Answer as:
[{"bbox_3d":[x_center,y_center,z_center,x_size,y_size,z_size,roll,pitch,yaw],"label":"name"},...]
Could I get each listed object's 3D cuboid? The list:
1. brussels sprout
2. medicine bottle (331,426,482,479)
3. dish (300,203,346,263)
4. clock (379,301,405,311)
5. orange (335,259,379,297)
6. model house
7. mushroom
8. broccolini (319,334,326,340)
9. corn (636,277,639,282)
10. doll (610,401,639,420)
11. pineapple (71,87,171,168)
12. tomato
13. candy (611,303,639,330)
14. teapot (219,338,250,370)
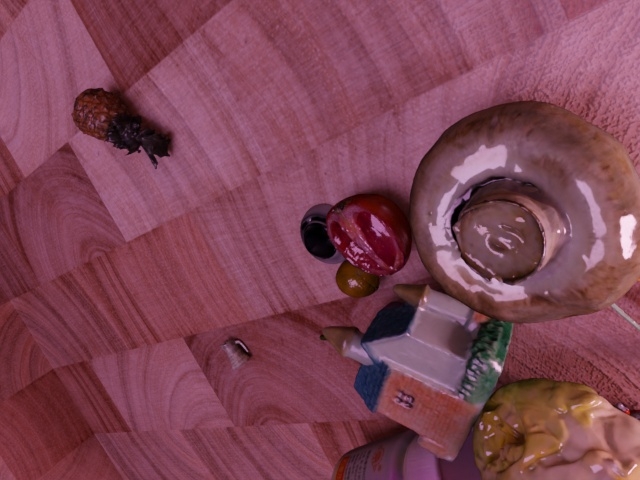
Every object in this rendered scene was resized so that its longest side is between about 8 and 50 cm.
[{"bbox_3d":[0.419,0.395,1.022,0.344,0.268,0.344,36,162,13],"label":"brussels sprout"},{"bbox_3d":[0.206,0.536,1.302,0.219,0.219,0.388,51,137,1],"label":"medicine bottle"},{"bbox_3d":[0.000,0.000,1.258,0.141,0.078,0.141,18,124,29],"label":"dish"},{"bbox_3d":[0.176,0.209,1.265,0.110,0.050,0.152,19,125,28],"label":"clock"},{"bbox_3d":[0.080,0.079,1.237,0.095,0.085,0.085,25,128,31],"label":"orange"},{"bbox_3d":[0.166,0.212,1.134,0.325,0.194,0.267,22,125,11],"label":"model house"},{"bbox_3d":[0.299,-0.032,0.879,0.352,0.260,0.351,15,116,34],"label":"mushroom"},{"bbox_3d":[0.051,0.238,1.388,0.140,0.035,0.030,-1,111,39],"label":"broccolini"},{"bbox_3d":[0.424,0.075,0.981,0.237,0.079,0.079,-30,95,43],"label":"corn"},{"bbox_3d":[0.563,0.318,1.043,0.114,0.039,0.057,16,118,33],"label":"doll"},{"bbox_3d":[-0.481,-0.274,1.439,0.248,0.128,0.128,32,130,13],"label":"pineapple"},{"bbox_3d":[0.109,-0.022,1.151,0.173,0.099,0.189,53,151,-12],"label":"tomato"},{"bbox_3d":[0.535,0.158,0.946,0.202,0.061,0.061,41,133,2],"label":"candy"},{"bbox_3d":[-0.237,0.310,1.638,0.067,0.057,0.083,-39,84,6],"label":"teapot"}]
